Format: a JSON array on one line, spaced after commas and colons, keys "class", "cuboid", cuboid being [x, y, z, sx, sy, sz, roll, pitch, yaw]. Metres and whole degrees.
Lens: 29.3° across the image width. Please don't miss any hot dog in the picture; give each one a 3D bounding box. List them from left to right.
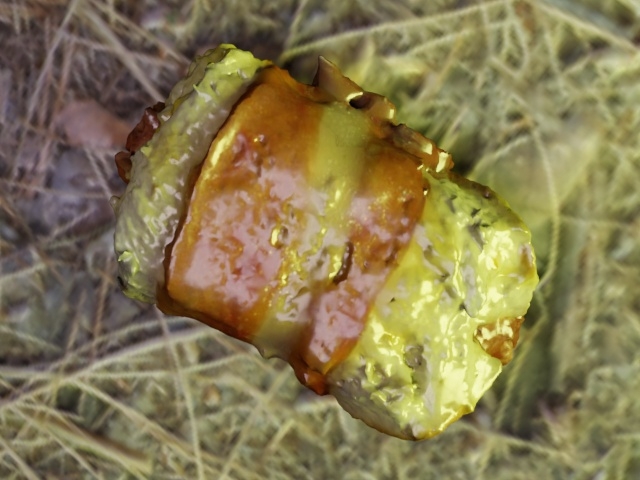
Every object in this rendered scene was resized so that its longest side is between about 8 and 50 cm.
[{"class": "hot dog", "cuboid": [0.000, 0.000, 0.582, 0.213, 0.103, 0.146, 34, 91, 2]}]
